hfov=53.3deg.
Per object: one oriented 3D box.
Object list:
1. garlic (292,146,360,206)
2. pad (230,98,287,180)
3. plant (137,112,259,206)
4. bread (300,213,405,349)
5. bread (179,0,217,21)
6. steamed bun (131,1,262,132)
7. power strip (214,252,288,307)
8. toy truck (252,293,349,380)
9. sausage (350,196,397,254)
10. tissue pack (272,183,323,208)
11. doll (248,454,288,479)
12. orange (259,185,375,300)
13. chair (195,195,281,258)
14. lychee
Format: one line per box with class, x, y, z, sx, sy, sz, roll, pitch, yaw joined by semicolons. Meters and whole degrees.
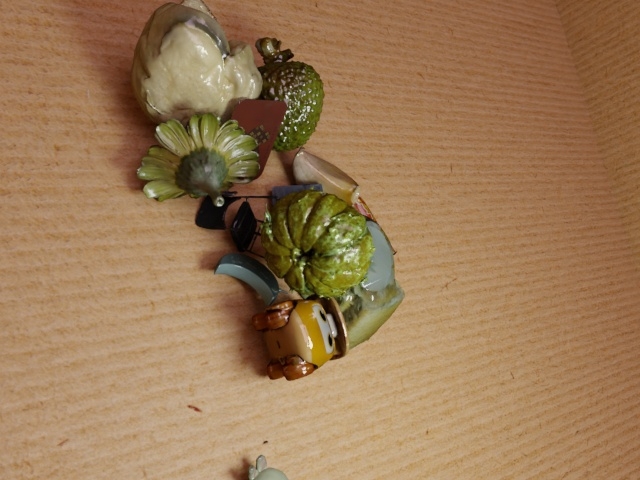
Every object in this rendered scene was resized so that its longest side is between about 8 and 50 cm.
garlic;0.009;-0.194;1.985;0.245;0.164;0.145;35;69;-15
pad;-0.199;-0.275;1.787;0.181;0.267;0.004;-8;44;-42
plant;-0.289;-0.169;1.676;0.297;0.306;0.261;46;5;21
bread;0.101;0.117;1.888;0.239;0.264;0.395;-27;91;-43
bread;-0.382;-0.668;1.933;0.126;0.044;0.129;49;50;-22
steamed bun;-0.333;-0.445;1.714;0.372;0.324;0.230;32;30;-39
power strip;-0.186;0.106;1.767;0.216;0.044;0.137;31;25;-7
toy truck;-0.057;0.257;1.727;0.211;0.288;0.204;-16;83;-27
sausage;0.153;-0.048;2.099;0.083;0.083;0.264;-37;98;-38
tissue pack;-0.067;-0.110;1.919;0.156;0.051;0.112;-3;72;4
doll;-0.120;0.690;1.632;0.155;0.113;0.275;-28;85;-48
orange;0.000;0.000;1.655;0.223;0.301;0.300;-49;140;-48
chair;-0.220;-0.046;1.808;0.145;0.221;0.140;74;31;-54
lychee;-0.117;-0.430;1.916;0.270;0.270;0.320;10;105;-34
